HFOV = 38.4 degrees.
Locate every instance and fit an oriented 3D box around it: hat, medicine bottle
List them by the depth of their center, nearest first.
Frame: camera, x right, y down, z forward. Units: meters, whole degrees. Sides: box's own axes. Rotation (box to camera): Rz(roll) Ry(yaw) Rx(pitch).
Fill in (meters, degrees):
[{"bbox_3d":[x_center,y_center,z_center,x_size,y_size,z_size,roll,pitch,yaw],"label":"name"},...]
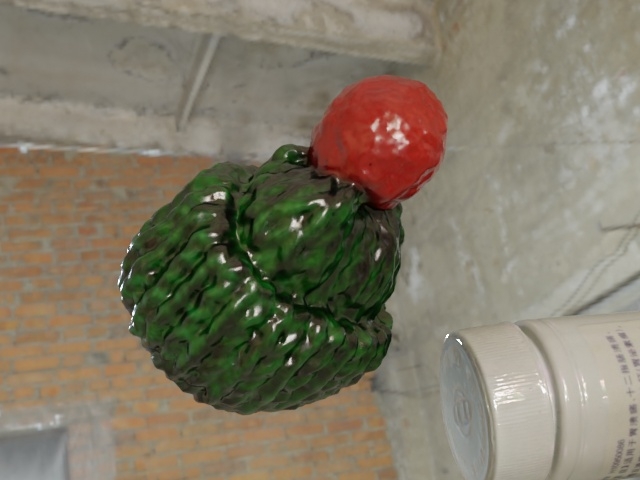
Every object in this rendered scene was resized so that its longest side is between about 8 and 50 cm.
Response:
[{"bbox_3d":[0.000,0.000,0.844,0.332,0.242,0.274,-44,-10,20],"label":"hat"},{"bbox_3d":[0.313,0.180,1.058,0.332,0.190,0.190,-3,-23,-12],"label":"medicine bottle"}]
